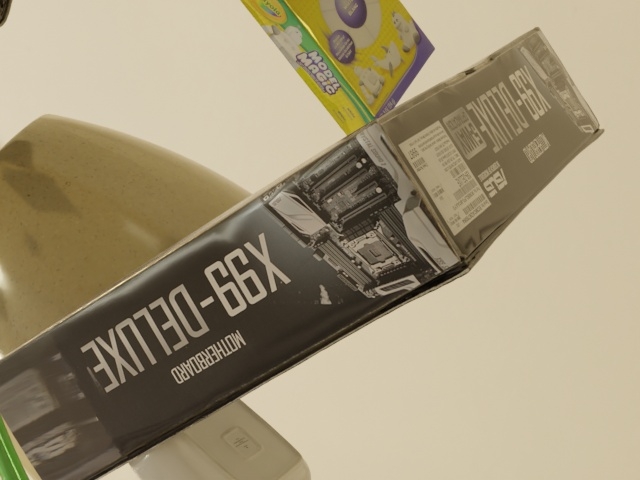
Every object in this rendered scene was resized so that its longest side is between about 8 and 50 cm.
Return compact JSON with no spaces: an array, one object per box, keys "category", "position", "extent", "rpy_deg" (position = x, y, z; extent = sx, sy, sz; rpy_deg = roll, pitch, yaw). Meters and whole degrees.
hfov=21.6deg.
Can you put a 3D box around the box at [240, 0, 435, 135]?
[{"category":"box","position":[0.005,-0.180,1.285],"extent":[0.043,0.105,0.179],"rpy_deg":[-18,-60,47]}]

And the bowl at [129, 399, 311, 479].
[{"category":"bowl","position":[-0.079,0.193,1.465],"extent":[0.142,0.142,0.053],"rpy_deg":[41,-60,14]}]

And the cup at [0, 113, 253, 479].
[{"category":"cup","position":[-0.220,0.025,1.523],"extent":[0.237,0.331,0.331],"rpy_deg":[44,-46,-4]}]

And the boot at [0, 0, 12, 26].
[{"category":"boot","position":[-0.369,-0.224,1.477],"extent":[0.208,0.190,0.076],"rpy_deg":[-21,-41,17]}]

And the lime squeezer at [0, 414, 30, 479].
[{"category":"lime squeezer","position":[-0.130,0.214,1.077],"extent":[0.059,0.110,0.310],"rpy_deg":[-4,-42,51]}]

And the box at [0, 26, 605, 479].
[{"category":"box","position":[0.000,0.000,0.872],"extent":[0.242,0.307,0.076],"rpy_deg":[-32,-88,24]}]
